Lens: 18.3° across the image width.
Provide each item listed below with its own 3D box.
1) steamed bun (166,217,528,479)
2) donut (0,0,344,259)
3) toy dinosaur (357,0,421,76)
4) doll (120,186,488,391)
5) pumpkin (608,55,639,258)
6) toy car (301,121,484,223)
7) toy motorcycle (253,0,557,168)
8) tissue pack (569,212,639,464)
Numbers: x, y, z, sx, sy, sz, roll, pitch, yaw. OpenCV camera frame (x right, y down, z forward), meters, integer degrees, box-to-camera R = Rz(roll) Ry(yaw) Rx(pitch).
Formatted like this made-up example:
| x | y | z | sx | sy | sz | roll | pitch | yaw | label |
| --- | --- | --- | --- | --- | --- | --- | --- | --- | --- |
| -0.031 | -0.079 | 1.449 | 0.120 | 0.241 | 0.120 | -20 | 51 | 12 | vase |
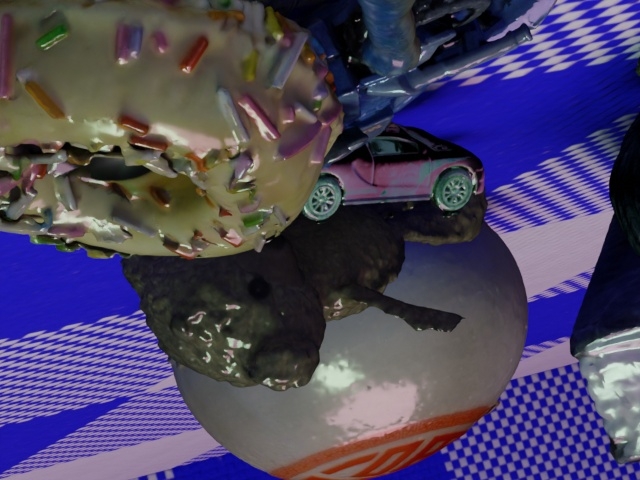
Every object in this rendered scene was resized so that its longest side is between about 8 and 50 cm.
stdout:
| x | y | z | sx | sy | sz | roll | pitch | yaw | label |
| --- | --- | --- | --- | --- | --- | --- | --- | --- | --- |
| 0.030 | 0.095 | 1.538 | 0.283 | 0.177 | 0.283 | -17 | 170 | -3 | steamed bun |
| -0.075 | -0.040 | 0.764 | 0.174 | 0.068 | 0.174 | 4 | 162 | 1 | donut |
| 0.066 | -0.126 | 0.668 | 0.247 | 0.075 | 0.188 | -12 | 169 | 8 | toy dinosaur |
| 0.012 | 0.010 | 1.138 | 0.286 | 0.203 | 0.091 | 0 | 125 | -35 | doll |
| 0.262 | -0.054 | 1.180 | 0.194 | 0.150 | 0.194 | -14 | -179 | 0 | pumpkin |
| 0.024 | -0.044 | 1.081 | 0.142 | 0.055 | 0.069 | -4 | -160 | -28 | toy car |
| 0.011 | -0.074 | 0.867 | 0.114 | 0.076 | 0.205 | -23 | 175 | -45 | toy motorcycle |
| 0.321 | 0.010 | 1.365 | 0.259 | 0.122 | 0.361 | -22 | -168 | 22 | tissue pack |
